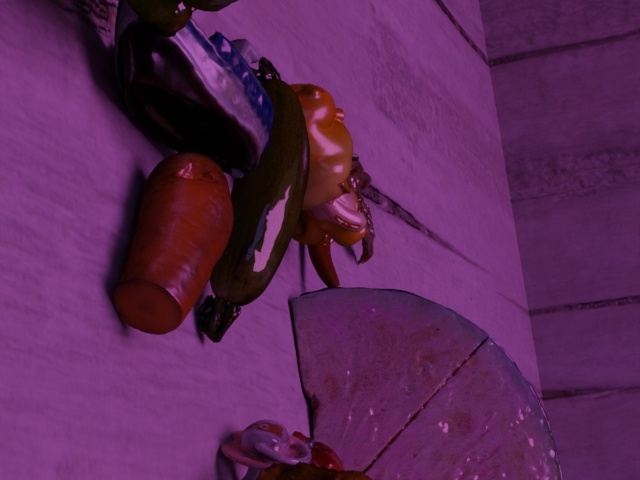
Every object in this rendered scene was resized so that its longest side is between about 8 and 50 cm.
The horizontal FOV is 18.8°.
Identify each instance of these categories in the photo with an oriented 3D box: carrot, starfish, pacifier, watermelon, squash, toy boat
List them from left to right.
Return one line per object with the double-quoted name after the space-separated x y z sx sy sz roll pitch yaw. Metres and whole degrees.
-0.121 0.002 1.656 0.193 0.087 0.087 -84 158 -50 "carrot"
-0.110 -0.152 1.732 0.262 0.114 0.115 44 50 -59 "toy boat"
-0.053 0.212 1.806 0.099 0.081 0.078 -34 140 -74 "pacifier"
-0.054 -0.048 1.854 0.071 0.080 0.318 30 53 -30 "squash"
0.000 0.000 2.195 0.035 0.035 0.142 56 19 -56 "carrot"
0.037 -0.047 2.368 0.247 0.050 0.138 19 63 -70 "starfish"
0.093 0.210 2.222 0.222 0.319 0.292 153 -65 -69 "watermelon"

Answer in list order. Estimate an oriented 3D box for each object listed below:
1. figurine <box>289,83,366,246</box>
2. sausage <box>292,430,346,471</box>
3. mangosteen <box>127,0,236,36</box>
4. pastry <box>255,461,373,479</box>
-0.016 -0.074 2.042 0.156 0.131 0.246 47 -7 38 "figurine"
0.015 0.319 1.966 0.074 0.074 0.274 -58 136 -69 "sausage"
-0.136 -0.323 1.489 0.306 0.306 0.359 -81 -165 -53 "mangosteen"
-0.015 0.291 1.720 0.188 0.103 0.189 9 90 -68 "pastry"
